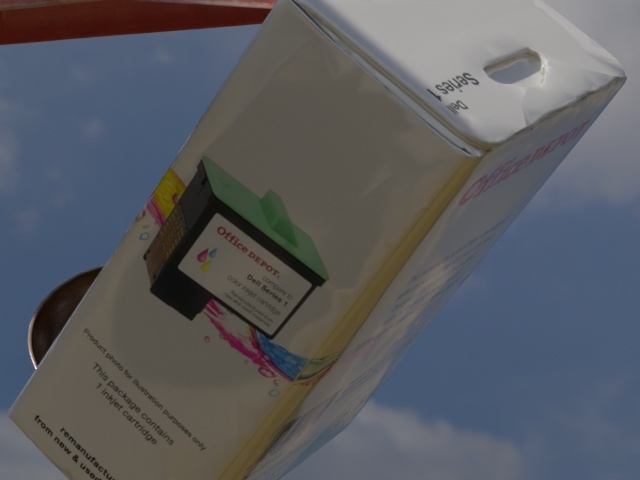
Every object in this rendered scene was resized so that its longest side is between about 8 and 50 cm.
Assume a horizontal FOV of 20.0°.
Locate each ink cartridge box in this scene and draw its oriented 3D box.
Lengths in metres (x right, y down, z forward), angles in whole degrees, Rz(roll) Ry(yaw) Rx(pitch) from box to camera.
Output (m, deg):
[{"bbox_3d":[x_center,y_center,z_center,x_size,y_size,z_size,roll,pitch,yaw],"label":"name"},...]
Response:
[{"bbox_3d":[0.000,0.000,0.895,0.278,0.117,0.201,-54,-13,29],"label":"ink cartridge box"}]

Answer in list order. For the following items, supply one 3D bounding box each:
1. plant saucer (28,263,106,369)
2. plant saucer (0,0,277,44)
[{"bbox_3d":[-0.104,0.075,1.173,0.168,0.168,0.029,0,-52,-11],"label":"plant saucer"},{"bbox_3d":[-0.143,-0.131,0.931,0.258,0.048,0.259,-2,5,27],"label":"plant saucer"}]
